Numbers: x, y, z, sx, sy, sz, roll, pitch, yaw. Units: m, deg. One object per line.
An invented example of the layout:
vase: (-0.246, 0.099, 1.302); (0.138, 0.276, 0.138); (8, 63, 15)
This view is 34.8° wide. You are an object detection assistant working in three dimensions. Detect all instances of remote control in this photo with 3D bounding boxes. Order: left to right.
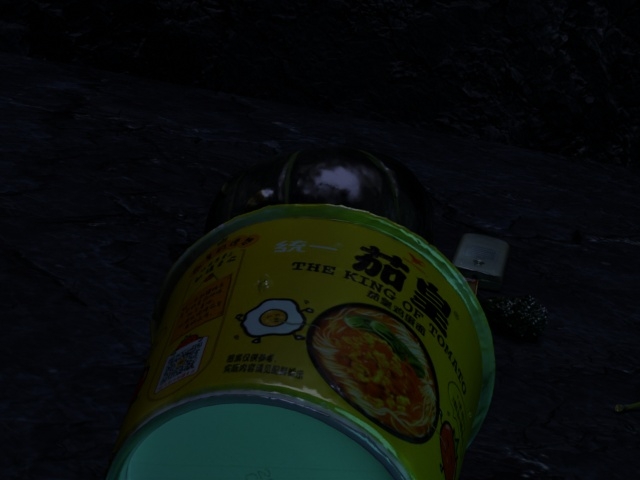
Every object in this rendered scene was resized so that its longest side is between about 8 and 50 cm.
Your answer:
remote control: (0.294, 0.037, 1.879); (0.098, 0.038, 0.233); (13, 17, 10)

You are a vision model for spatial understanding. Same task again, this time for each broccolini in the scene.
broccolini: (0.267, 0.114, 1.615); (0.091, 0.068, 0.202); (12, -5, -44)

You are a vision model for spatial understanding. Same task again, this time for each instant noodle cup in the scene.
instant noodle cup: (-0.021, 0.162, 0.838); (0.325, 0.325, 0.254); (12, 26, 5)

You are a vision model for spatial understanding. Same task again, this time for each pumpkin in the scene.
pumpkin: (0.000, 0.000, 1.370); (0.323, 0.241, 0.323); (-10, -13, -2)

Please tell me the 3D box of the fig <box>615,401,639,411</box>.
fig: (0.482, 0.195, 1.372); (0.166, 0.093, 0.093); (10, 16, 2)

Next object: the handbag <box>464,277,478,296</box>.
handbag: (0.170, 0.132, 1.326); (0.063, 0.127, 0.190); (11, 16, 9)
